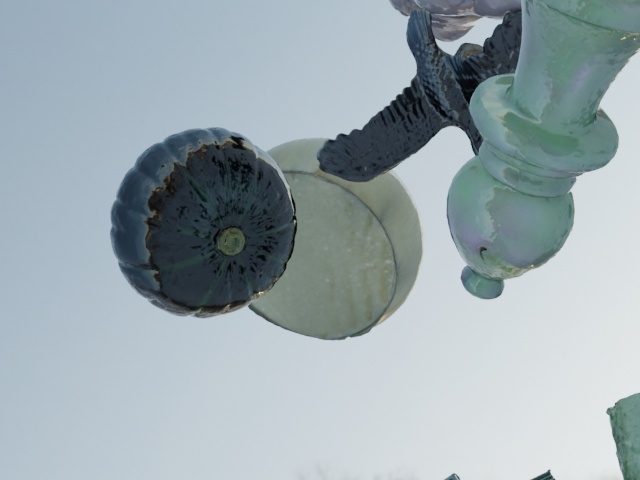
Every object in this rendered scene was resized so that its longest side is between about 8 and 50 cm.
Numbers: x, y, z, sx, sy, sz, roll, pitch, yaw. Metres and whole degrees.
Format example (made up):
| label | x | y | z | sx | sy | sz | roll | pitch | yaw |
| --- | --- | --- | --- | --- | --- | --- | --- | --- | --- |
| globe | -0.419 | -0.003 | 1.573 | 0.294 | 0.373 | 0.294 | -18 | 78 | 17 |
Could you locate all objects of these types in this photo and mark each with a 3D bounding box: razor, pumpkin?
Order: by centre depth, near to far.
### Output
| label | x | y | z | sx | sy | sz | roll | pitch | yaw |
| --- | --- | --- | --- | --- | --- | --- | --- | --- | --- |
| razor | 0.220 | 0.306 | 1.305 | 0.191 | 0.068 | 0.037 | 1 | -45 | -46 |
| pumpkin | -0.163 | -0.030 | 1.417 | 0.248 | 0.248 | 0.248 | -16 | -70 | -49 |

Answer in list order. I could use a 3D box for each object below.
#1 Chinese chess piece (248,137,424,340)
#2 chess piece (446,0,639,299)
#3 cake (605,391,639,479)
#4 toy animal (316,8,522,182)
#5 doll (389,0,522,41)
| label | x | y | z | sx | sy | sz | roll | pitch | yaw |
| --- | --- | --- | --- | --- | --- | --- | --- | --- | --- |
| Chinese chess piece | 0.000 | 0.000 | 1.758 | 0.140 | 0.338 | 0.338 | -48 | -46 | -53 |
| chess piece | 0.120 | -0.074 | 0.547 | 0.139 | 0.139 | 0.271 | -34 | -32 | -43 |
| cake | 0.298 | 0.168 | 0.790 | 0.235 | 0.100 | 0.099 | 27 | -136 | -50 |
| toy animal | 0.158 | -0.156 | 1.175 | 0.197 | 0.272 | 0.160 | 33 | -137 | -30 |
| doll | 0.159 | -0.272 | 1.170 | 0.365 | 0.160 | 0.094 | -134 | 47 | -85 |
